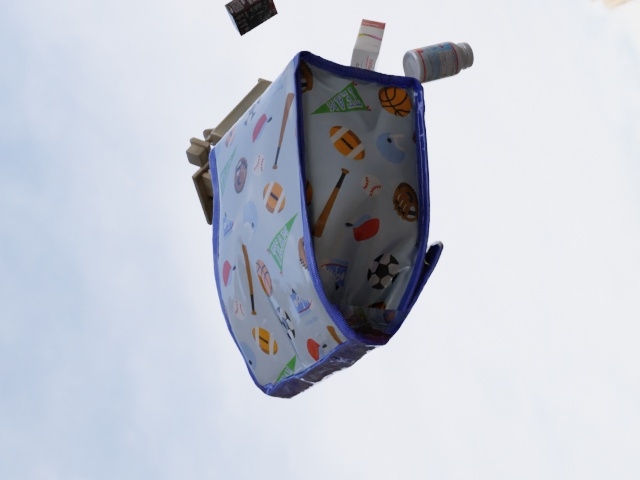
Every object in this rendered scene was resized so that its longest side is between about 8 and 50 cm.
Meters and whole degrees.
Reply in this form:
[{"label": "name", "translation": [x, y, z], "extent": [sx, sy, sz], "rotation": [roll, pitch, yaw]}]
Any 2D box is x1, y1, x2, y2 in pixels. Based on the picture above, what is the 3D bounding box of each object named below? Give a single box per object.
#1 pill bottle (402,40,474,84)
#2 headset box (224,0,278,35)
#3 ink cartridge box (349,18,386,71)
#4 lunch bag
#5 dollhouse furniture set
[{"label": "pill bottle", "translation": [0.283, -0.428, 2.522], "extent": [0.160, 0.087, 0.087], "rotation": [-17, -93, -23]}, {"label": "headset box", "translation": [-0.110, -0.384, 1.744], "extent": [0.032, 0.083, 0.062], "rotation": [55, 177, 22]}, {"label": "ink cartridge box", "translation": [0.111, -0.446, 2.592], "extent": [0.198, 0.067, 0.115], "rotation": [-76, -4, -51]}, {"label": "lunch bag", "translation": [0.000, 0.000, 1.431], "extent": [0.239, 0.328, 0.385], "rotation": [8, -114, -23]}, {"label": "dollhouse furniture set", "translation": [-0.073, -0.110, 2.031], "extent": [0.174, 0.303, 0.355], "rotation": [-52, -31, -31]}]
